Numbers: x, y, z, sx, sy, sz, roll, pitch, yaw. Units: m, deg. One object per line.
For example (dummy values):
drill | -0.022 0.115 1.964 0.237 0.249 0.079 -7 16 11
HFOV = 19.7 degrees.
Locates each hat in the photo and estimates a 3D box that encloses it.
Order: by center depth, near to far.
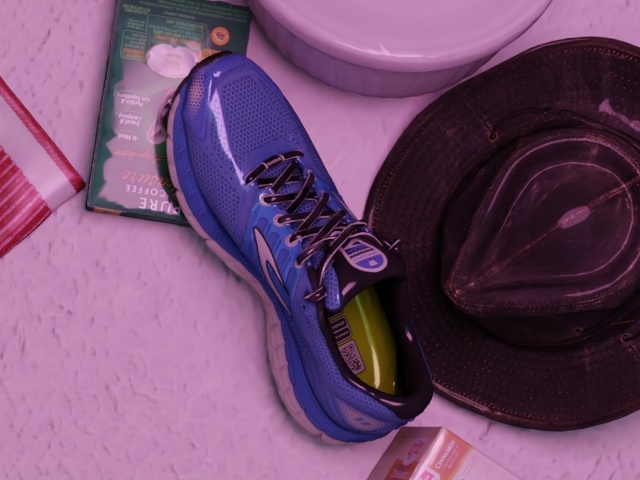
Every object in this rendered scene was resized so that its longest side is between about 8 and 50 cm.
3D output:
hat | 0.178 0.003 1.421 0.331 0.134 0.331 1 95 15

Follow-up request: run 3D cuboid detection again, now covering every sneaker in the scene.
sneaker | 0.000 0.000 1.421 0.130 0.147 0.330 -32 99 -31

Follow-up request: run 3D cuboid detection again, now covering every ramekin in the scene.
ramekin | 0.057 -0.237 1.460 0.273 0.127 0.272 2 71 -6

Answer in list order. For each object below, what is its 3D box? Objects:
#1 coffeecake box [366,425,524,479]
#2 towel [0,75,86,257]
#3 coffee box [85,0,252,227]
coffeecake box | 0.137 0.222 1.450 0.185 0.142 0.068 34 80 -5
towel | -0.381 -0.034 1.433 0.329 0.037 0.237 -39 93 -11
coffee box | -0.122 -0.105 1.482 0.113 0.040 0.184 8 83 -12
